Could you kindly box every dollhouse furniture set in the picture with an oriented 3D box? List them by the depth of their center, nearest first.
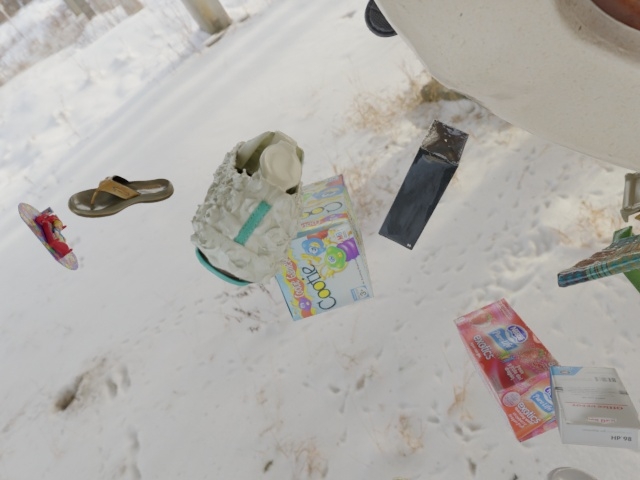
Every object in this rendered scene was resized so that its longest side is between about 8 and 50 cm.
[{"bbox_3d":[0.779,-0.044,1.144,0.197,0.151,0.301,-30,23,51],"label":"dollhouse furniture set"}]

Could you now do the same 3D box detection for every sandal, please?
[{"bbox_3d":[-0.337,-0.086,0.893,0.180,0.049,0.072,-18,46,-33],"label":"sandal"}]

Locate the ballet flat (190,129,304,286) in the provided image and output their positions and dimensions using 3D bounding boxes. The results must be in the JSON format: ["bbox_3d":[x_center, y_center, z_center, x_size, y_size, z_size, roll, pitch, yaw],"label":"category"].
[{"bbox_3d":[-0.068,-0.074,0.701,0.147,0.147,0.409,-31,21,8],"label":"ballet flat"}]

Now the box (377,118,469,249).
[{"bbox_3d":[0.250,-0.136,1.283,0.103,0.261,0.184,25,39,4],"label":"box"}]

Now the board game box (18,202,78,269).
[{"bbox_3d":[-0.536,-0.017,1.063,0.033,0.169,0.133,-37,9,-7],"label":"board game box"}]

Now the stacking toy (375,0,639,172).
[{"bbox_3d":[0.250,-0.290,0.239,0.350,0.350,0.480,22,85,52],"label":"stacking toy"}]

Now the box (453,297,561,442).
[{"bbox_3d":[0.436,0.284,1.205,0.142,0.154,0.300,-25,20,6],"label":"box"}]

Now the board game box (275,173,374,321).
[{"bbox_3d":[0.000,0.000,0.950,0.142,0.144,0.275,-17,22,7],"label":"board game box"}]

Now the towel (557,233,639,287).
[{"bbox_3d":[0.586,-0.018,0.807,0.271,0.040,0.370,-14,-9,-42],"label":"towel"}]

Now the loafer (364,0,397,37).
[{"bbox_3d":[0.196,-0.483,0.950,0.302,0.109,0.095,-46,10,7],"label":"loafer"}]

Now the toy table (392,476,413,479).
[{"bbox_3d":[0.150,0.448,0.695,0.274,0.161,0.252,-25,58,42],"label":"toy table"}]

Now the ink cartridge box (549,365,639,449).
[{"bbox_3d":[0.420,0.263,0.813,0.104,0.060,0.180,-2,13,18],"label":"ink cartridge box"}]

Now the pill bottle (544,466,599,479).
[{"bbox_3d":[0.462,0.543,0.989,0.117,0.215,0.117,1,25,-1],"label":"pill bottle"}]
